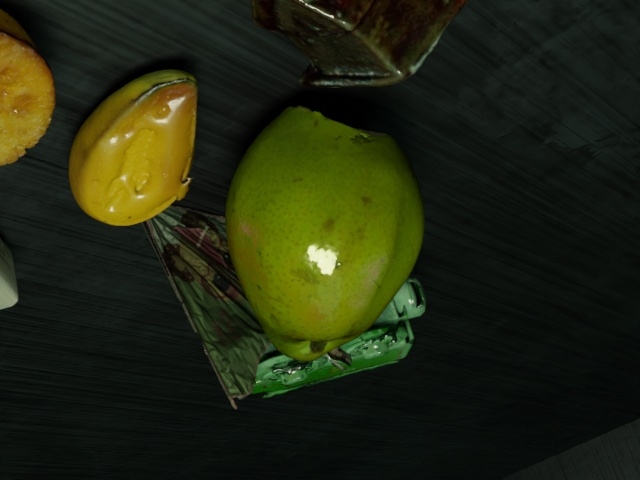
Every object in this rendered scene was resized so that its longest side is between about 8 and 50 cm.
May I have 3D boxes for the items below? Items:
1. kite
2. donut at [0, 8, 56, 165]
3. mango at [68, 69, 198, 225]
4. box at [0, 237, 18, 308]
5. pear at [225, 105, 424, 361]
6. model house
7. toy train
[{"bbox_3d":[-0.074,0.041,1.008,0.268,0.323,0.013,39,117,-8],"label":"kite"},{"bbox_3d":[-0.263,-0.111,0.723,0.152,0.058,0.152,-17,143,-13],"label":"donut"},{"bbox_3d":[-0.153,-0.077,0.869,0.101,0.066,0.187,7,141,-26],"label":"mango"},{"bbox_3d":[-0.375,-0.002,0.870,0.168,0.071,0.259,-16,154,-2],"label":"box"},{"bbox_3d":[0.000,0.000,0.924,0.187,0.219,0.187,13,-178,0],"label":"pear"},{"bbox_3d":[0.025,-0.196,0.727,0.152,0.106,0.165,35,88,-45],"label":"model house"},{"bbox_3d":[0.001,0.102,1.246,0.243,0.132,0.188,-14,162,-8],"label":"toy train"}]
